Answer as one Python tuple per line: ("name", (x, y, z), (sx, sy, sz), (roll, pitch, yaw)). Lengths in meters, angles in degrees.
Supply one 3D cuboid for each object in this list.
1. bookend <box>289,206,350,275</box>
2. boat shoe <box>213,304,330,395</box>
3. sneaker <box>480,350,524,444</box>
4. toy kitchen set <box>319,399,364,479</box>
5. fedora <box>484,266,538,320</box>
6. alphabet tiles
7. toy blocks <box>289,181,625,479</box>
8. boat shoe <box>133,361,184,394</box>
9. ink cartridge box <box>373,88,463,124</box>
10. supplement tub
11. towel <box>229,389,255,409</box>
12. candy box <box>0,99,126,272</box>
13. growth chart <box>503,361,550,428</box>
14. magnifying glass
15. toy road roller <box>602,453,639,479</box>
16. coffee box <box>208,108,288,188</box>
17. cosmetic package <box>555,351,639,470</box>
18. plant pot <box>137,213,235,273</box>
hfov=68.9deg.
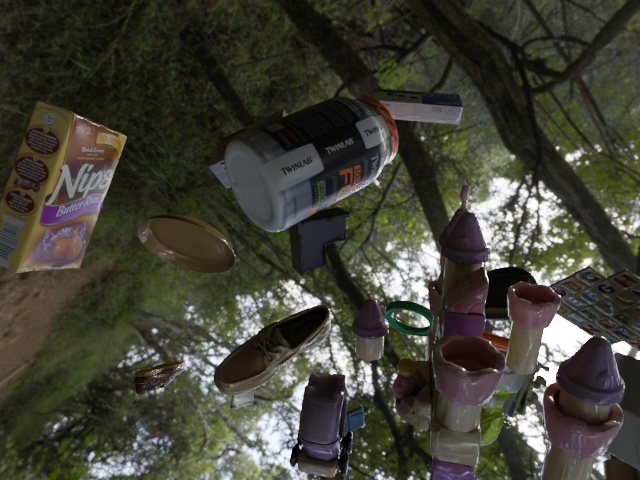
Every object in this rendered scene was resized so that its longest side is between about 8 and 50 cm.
("bookend", (0.000, 0.000, 1.300), (0.157, 0.156, 0.072), (-12, -157, -21))
("boat shoe", (-0.121, 0.266, 1.199), (0.341, 0.121, 0.110), (-30, 152, -25))
("sneaker", (0.387, 0.347, 1.099), (0.240, 0.091, 0.126), (-60, -166, -11))
("toy kitchen set", (0.083, 0.526, 1.113), (0.122, 0.206, 0.166), (-12, -166, -27))
("fedora", (0.675, 0.183, 1.700), (0.335, 0.152, 0.334), (-11, -176, 1))
("alphabet tiles", (0.816, 0.196, 1.291), (0.011, 0.343, 0.285), (-59, -178, -32))
("toy blocks", (0.143, 0.092, 0.539), (0.309, 0.259, 0.288), (4, -157, 11))
("boat shoe", (-0.517, 0.438, 1.500), (0.073, 0.073, 0.207), (-6, 176, 25))
("ink cartridge box", (0.230, -0.324, 1.122), (0.097, 0.207, 0.046), (-76, 170, -55))
("supplement tub", (-0.009, -0.162, 0.917), (0.316, 0.193, 0.194), (-30, -175, -27))
("towel", (-0.237, 0.458, 1.495), (0.113, 0.023, 0.151), (16, 86, -63))
("candy box", (-0.310, -0.058, 0.555), (0.109, 0.053, 0.186), (2, 108, -82))
("growth chart", (0.532, 0.417, 1.336), (0.172, 0.021, 0.237), (36, -68, 36))
("magnifying glass", (0.233, 0.163, 0.872), (0.092, 0.231, 0.026), (83, 28, -49))
("toy road roller", (0.896, 0.642, 1.230), (0.330, 0.241, 0.202), (-28, -143, 46))
("coffee box", (-0.232, -0.324, 1.663), (0.297, 0.118, 0.168), (-19, -139, 22))
("cosmetic package", (0.830, 0.437, 1.126), (0.230, 0.161, 0.453), (-16, -174, -12))
("plant pot", (-0.313, 0.006, 1.110), (0.236, 0.236, 0.032), (-30, -142, 49))
